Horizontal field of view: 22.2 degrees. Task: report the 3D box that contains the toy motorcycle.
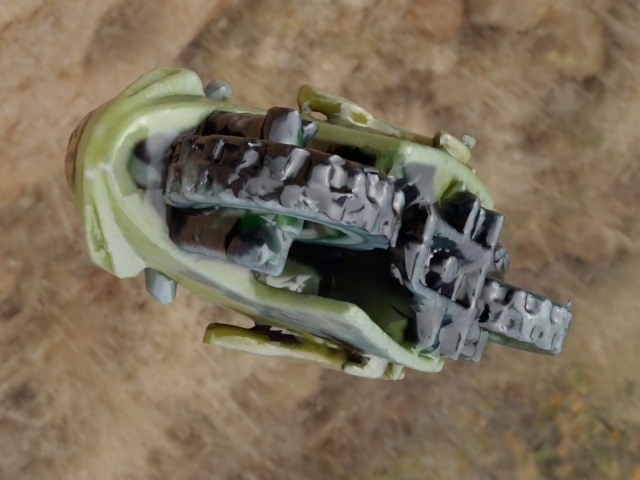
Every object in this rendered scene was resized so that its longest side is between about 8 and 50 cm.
[{"bbox_3d":[0.000,0.000,1.003,0.410,0.237,0.169,29,79,-59],"label":"toy motorcycle"}]
